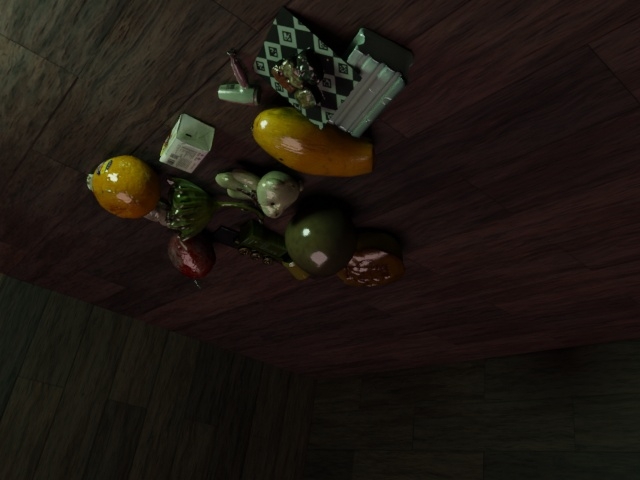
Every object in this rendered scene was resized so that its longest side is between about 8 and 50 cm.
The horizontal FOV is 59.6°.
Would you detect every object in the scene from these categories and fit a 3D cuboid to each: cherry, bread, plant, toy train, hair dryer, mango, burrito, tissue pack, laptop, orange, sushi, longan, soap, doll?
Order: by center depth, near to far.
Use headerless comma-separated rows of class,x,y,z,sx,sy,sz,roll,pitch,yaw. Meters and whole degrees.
sushi,-0.051,-0.373,1.280,0.231,0.047,0.220,41,147,-5
soap,0.094,-0.362,1.317,0.150,0.094,0.261,26,151,-15
hair dryer,-0.206,-0.406,1.385,0.106,0.054,0.154,10,144,8
mango,-0.013,-0.255,1.500,0.360,0.143,0.187,18,155,-22
tissue pack,-0.386,-0.278,1.617,0.106,0.099,0.149,21,151,-26
doll,-0.204,-0.152,1.785,0.278,0.149,0.175,8,-171,30
orange,-0.622,-0.173,1.802,0.220,0.193,0.219,10,139,9
longan,0.000,0.000,1.883,0.258,0.257,0.258,7,153,4
plant,-0.382,-0.138,1.942,0.334,0.180,0.251,-20,150,-15
burrito,-0.657,-0.135,2.018,0.392,0.076,0.117,28,168,-31
bread,0.176,0.075,2.060,0.270,0.147,0.269,1,147,1
toy train,-0.222,0.015,2.151,0.226,0.090,0.137,25,135,-37
cherry,-0.515,0.044,2.208,0.175,0.192,0.249,-27,144,-6
hair dryer,-0.009,0.079,2.236,0.279,0.090,0.135,-8,147,19
laptop,-0.334,-0.001,2.244,0.197,0.016,0.135,21,150,-25
